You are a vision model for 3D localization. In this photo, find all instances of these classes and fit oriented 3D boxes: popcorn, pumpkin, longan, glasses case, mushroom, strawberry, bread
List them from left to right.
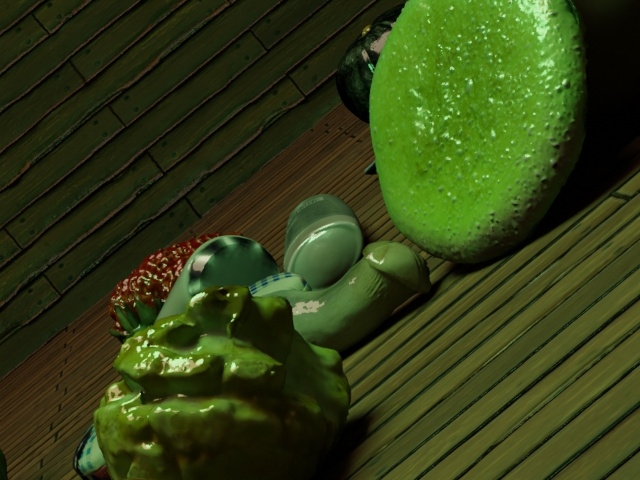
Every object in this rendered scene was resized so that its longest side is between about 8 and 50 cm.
[{"bbox_3d":[-0.199,0.067,2.546,0.286,0.106,0.188,-37,-8,-42],"label":"strawberry"},{"bbox_3d":[-0.139,0.150,2.043,0.327,0.076,0.125,-42,10,-14],"label":"glasses case"},{"bbox_3d":[-0.080,0.138,1.492,0.204,0.183,0.221,-25,-4,8],"label":"popcorn"},{"bbox_3d":[0.012,0.069,1.807,0.223,0.081,0.092,-30,32,37],"label":"mushroom"},{"bbox_3d":[0.125,-0.277,2.943,0.220,0.162,0.220,-43,5,5],"label":"pumpkin"},{"bbox_3d":[0.140,-0.126,1.720,0.045,0.301,0.301,5,-23,-37],"label":"bread"},{"bbox_3d":[0.238,-0.207,1.830,0.248,0.248,0.248,-38,8,6],"label":"longan"}]

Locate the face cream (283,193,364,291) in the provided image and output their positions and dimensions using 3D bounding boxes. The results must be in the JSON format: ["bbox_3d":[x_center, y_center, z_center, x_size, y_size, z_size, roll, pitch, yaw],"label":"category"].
[{"bbox_3d":[0.000,0.000,2.262,0.107,0.073,0.269,-43,7,4],"label":"face cream"}]

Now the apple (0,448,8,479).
[{"bbox_3d":[-0.523,0.301,2.379,0.262,0.262,0.262,-38,8,6],"label":"apple"}]

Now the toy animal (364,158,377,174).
[{"bbox_3d":[0.152,-0.182,2.603,0.239,0.176,0.255,-36,-27,-3],"label":"toy animal"}]

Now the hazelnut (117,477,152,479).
[{"bbox_3d":[-0.161,0.251,1.374,0.150,0.150,0.150,-38,8,6],"label":"hazelnut"}]

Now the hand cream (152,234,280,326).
[{"bbox_3d":[-0.145,0.090,2.321,0.185,0.118,0.359,-44,1,-23],"label":"hand cream"}]
